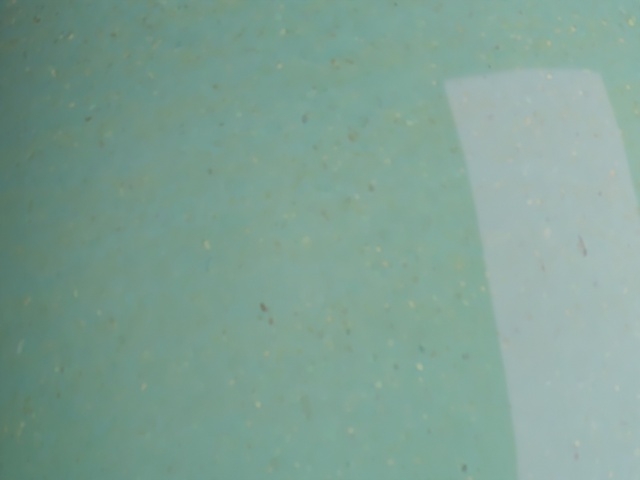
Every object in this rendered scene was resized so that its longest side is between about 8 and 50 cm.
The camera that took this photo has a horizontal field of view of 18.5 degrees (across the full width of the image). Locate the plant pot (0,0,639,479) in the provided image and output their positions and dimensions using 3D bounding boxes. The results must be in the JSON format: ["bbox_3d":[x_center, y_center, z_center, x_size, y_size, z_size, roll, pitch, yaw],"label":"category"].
[{"bbox_3d":[0.000,0.000,0.462,0.272,0.272,0.255,-4,84,-47],"label":"plant pot"}]
